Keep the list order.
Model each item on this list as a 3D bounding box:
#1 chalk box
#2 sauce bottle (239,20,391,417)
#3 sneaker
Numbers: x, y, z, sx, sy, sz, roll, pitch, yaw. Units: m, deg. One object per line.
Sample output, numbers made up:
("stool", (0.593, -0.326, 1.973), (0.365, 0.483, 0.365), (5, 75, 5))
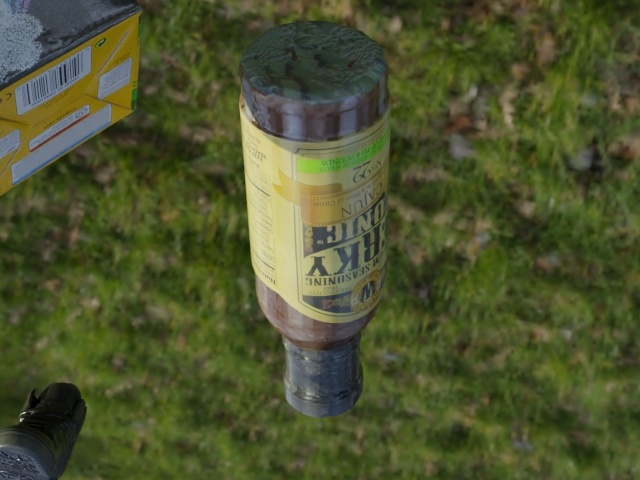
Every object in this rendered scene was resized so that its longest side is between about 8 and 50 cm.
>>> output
("chalk box", (-0.228, -0.155, 0.769), (0.213, 0.132, 0.132), (49, 157, 12))
("sauce bottle", (0.000, 0.000, 0.953), (0.111, 0.111, 0.344), (10, 134, 15))
("sneaker", (-0.202, 0.137, 0.879), (0.051, 0.089, 0.170), (15, 152, -1))
